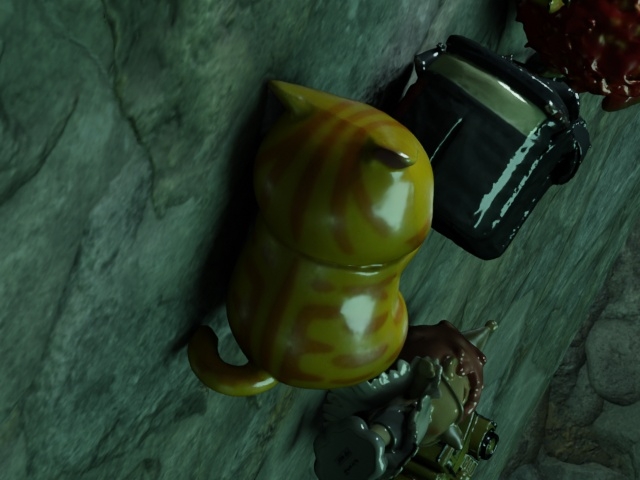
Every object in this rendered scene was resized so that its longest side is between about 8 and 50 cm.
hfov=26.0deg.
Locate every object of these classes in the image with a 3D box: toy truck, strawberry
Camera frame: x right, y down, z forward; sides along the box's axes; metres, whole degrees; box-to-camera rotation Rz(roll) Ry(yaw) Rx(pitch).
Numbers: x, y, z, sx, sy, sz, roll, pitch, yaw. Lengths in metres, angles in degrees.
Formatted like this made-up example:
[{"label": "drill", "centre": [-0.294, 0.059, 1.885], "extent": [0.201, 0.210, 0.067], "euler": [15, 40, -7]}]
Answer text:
[{"label": "toy truck", "centre": [0.177, 0.372, 2.232], "extent": [0.257, 0.127, 0.127], "euler": [-55, 146, -21]}, {"label": "strawberry", "centre": [0.339, -0.318, 1.464], "extent": [0.292, 0.292, 0.343], "euler": [-49, 141, -34]}]

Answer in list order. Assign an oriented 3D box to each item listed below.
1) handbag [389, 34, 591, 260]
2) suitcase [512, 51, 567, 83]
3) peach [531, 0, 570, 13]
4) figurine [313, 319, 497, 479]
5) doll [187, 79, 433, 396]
[{"label": "handbag", "centre": [0.153, -0.097, 1.378], "extent": [0.181, 0.181, 0.254], "euler": [-54, 163, 0]}, {"label": "suitcase", "centre": [0.239, -0.133, 1.730], "extent": [0.285, 0.066, 0.206], "euler": [-26, 142, -60]}, {"label": "peach", "centre": [0.184, -0.345, 1.128], "extent": [0.159, 0.154, 0.267], "euler": [-44, 147, -20]}, {"label": "figurine", "centre": [0.126, 0.201, 1.765], "extent": [0.387, 0.166, 0.207], "euler": [-28, 160, -54]}, {"label": "doll", "centre": [0.006, 0.002, 1.158], "extent": [0.162, 0.166, 0.270], "euler": [-36, 147, -56]}]
